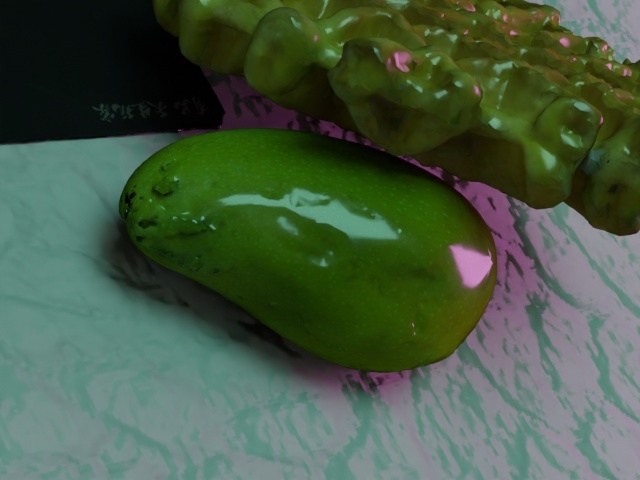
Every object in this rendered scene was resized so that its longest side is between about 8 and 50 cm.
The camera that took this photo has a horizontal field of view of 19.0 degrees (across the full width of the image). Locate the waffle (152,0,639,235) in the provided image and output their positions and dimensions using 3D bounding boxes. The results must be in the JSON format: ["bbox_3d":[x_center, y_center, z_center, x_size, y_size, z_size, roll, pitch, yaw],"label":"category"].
[{"bbox_3d":[0.054,-0.066,0.794,0.229,0.057,0.219,7,21,-37],"label":"waffle"}]

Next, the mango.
[{"bbox_3d":[0.000,0.000,0.745,0.165,0.074,0.091,16,45,-32],"label":"mango"}]

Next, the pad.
[{"bbox_3d":[-0.117,-0.086,0.781,0.157,0.003,0.112,-8,60,-45],"label":"pad"}]
